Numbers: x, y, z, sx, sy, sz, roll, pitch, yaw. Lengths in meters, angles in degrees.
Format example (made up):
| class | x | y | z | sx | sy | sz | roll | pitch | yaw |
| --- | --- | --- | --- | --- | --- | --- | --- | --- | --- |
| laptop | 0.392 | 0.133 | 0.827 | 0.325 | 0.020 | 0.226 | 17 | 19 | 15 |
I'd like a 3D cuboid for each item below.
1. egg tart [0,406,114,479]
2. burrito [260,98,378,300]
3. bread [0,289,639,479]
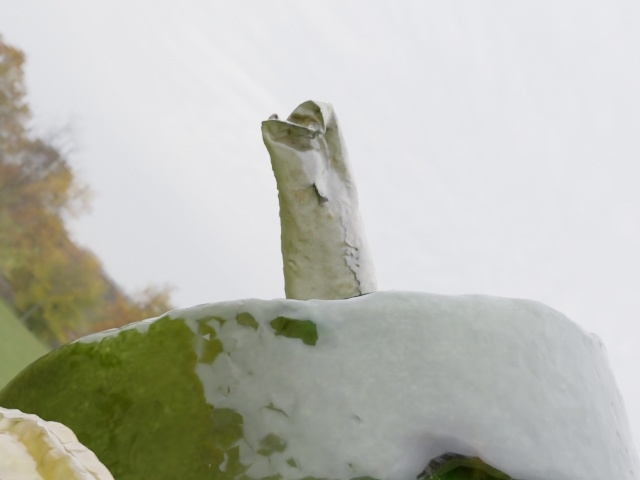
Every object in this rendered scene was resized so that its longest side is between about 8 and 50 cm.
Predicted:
| class | x | y | z | sx | sy | sz | roll | pitch | yaw |
| --- | --- | --- | --- | --- | --- | --- | --- | --- | --- |
| egg tart | -0.184 | 0.130 | 0.323 | 0.319 | 0.319 | 0.128 | 30 | -25 | 57 |
| burrito | 0.000 | 0.000 | 1.056 | 0.060 | 0.087 | 0.226 | -46 | 128 | -69 |
| bread | -0.008 | 0.152 | 0.724 | 0.382 | 0.366 | 0.129 | 30 | 41 | -49 |
